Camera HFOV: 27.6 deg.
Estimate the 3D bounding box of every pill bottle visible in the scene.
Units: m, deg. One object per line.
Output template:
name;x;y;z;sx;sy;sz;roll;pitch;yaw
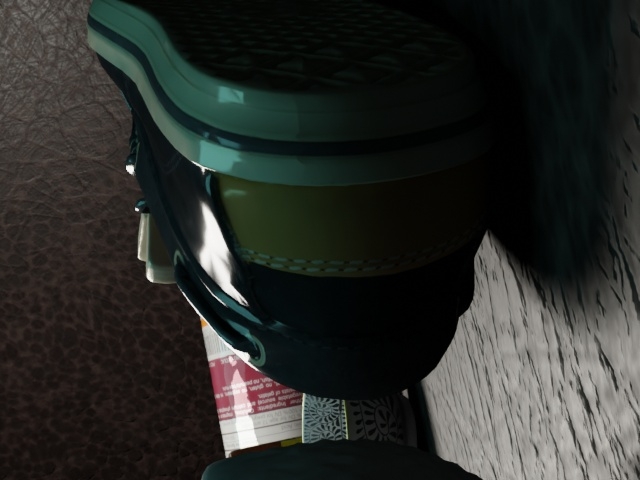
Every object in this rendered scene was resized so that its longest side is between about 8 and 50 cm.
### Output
pill bottle;-0.045;0.263;2.014;0.224;0.224;0.392;103;156;-84

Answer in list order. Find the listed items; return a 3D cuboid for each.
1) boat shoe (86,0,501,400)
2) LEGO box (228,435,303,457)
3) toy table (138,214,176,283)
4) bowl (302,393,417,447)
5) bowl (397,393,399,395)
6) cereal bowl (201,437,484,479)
boat shoe;-0.027;-0.064;0.722;0.500;0.187;0.156;-121;26;-68
LEGO box;0.033;0.501;1.601;0.372;0.193;0.500;89;170;-75
toy table;-0.078;-0.067;1.193;0.252;0.161;0.274;-100;18;-50
bowl;0.040;0.179;1.187;0.170;0.080;0.170;180;90;-77
bowl;0.067;0.230;1.295;0.142;0.053;0.142;84;174;-48
cereal bowl;0.059;0.226;0.439;0.339;0.141;0.339;170;90;-88
